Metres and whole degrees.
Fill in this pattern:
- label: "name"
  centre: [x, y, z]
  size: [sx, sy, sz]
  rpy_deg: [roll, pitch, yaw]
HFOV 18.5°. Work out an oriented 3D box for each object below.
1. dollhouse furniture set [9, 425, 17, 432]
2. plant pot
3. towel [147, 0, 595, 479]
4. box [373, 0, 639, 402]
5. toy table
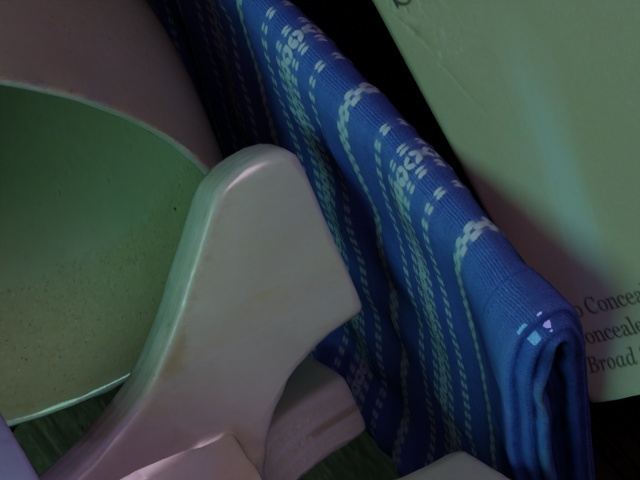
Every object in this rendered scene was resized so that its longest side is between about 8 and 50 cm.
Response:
- label: "dollhouse furniture set"
  centre: [-0.182, -0.094, 1.004]
  size: [0.286, 0.198, 0.303]
  rpy_deg: [40, 112, 6]
- label: "plant pot"
  centre: [-0.185, -0.062, 0.787]
  size: [0.284, 0.284, 0.191]
  rpy_deg: [-47, 45, 48]
- label: "towel"
  centre: [0.000, 0.000, 0.772]
  size: [0.336, 0.040, 0.243]
  rpy_deg: [50, 163, 36]
- label: "box"
  centre: [0.093, -0.118, 0.616]
  size: [0.148, 0.121, 0.311]
  rpy_deg: [-21, 102, 52]
- label: "toy table"
  centre: [-0.032, 0.111, 0.707]
  size: [0.274, 0.161, 0.252]
  rpy_deg: [40, 155, 59]
